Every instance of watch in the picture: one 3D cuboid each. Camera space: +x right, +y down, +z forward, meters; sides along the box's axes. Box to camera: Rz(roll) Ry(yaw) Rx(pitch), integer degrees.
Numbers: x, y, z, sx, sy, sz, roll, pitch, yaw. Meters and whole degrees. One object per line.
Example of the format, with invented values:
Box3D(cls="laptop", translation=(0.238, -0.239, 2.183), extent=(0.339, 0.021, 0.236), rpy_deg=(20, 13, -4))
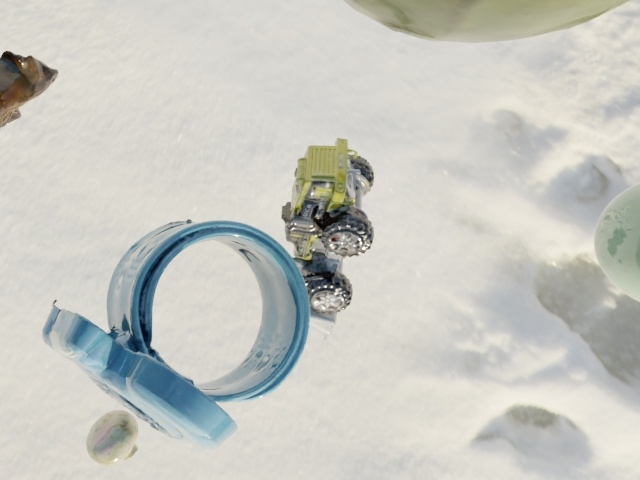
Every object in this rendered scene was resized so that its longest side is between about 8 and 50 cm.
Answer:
Box3D(cls="watch", translation=(-0.117, 0.069, 0.987), extent=(0.211, 0.211, 0.193), rpy_deg=(42, 72, -13))

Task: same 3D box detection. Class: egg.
Box3D(cls="egg", translation=(0.392, 0.003, 1.223), extent=(0.149, 0.192, 0.149), rpy_deg=(-4, 96, -40))

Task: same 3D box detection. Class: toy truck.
Box3D(cls="toy truck", translation=(0.000, 0.000, 1.389), extent=(0.111, 0.136, 0.285), rpy_deg=(9, 137, -4))

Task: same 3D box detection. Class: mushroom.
Box3D(cls="mushroom", translation=(-0.291, 0.281, 1.558), extent=(0.084, 0.083, 0.067), rpy_deg=(-36, 113, 7))

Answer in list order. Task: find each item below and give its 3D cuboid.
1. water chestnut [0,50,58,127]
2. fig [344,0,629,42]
Box3D(cls="water chestnut", translation=(-0.306, -0.033, 0.599), extent=(0.347, 0.335, 0.335), rpy_deg=(-27, 106, -12))
Box3D(cls="fig", translation=(0.072, -0.176, 0.448), extent=(0.203, 0.225, 0.202), rpy_deg=(1, 81, -5))
